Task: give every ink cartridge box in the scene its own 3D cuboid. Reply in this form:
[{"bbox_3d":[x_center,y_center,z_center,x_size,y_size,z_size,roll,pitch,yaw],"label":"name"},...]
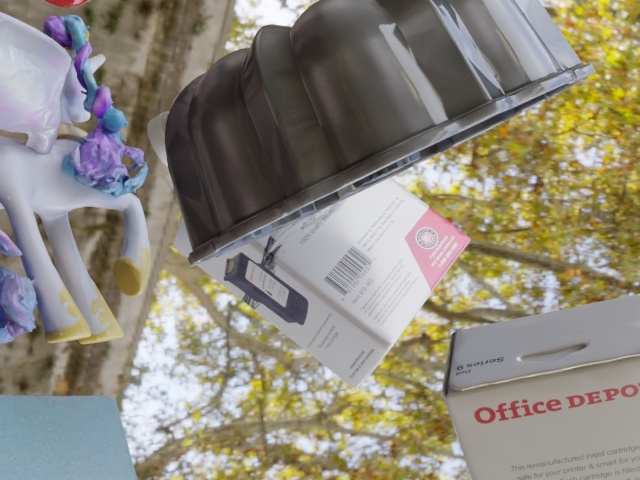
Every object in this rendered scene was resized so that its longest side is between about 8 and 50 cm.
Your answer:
[{"bbox_3d":[0.192,0.159,0.687,0.154,0.093,0.212,-15,-69,17],"label":"ink cartridge box"},{"bbox_3d":[0.000,0.000,0.945,0.237,0.172,0.100,38,-38,6],"label":"ink cartridge box"}]

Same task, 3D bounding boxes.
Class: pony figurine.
[{"bbox_3d":[-0.319,-0.071,0.950,0.303,0.351,0.363,-14,-97,32],"label":"pony figurine"}]

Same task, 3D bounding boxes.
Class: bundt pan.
[{"bbox_3d":[0.026,-0.104,0.715,0.331,0.331,0.124,-24,-89,36],"label":"bundt pan"}]

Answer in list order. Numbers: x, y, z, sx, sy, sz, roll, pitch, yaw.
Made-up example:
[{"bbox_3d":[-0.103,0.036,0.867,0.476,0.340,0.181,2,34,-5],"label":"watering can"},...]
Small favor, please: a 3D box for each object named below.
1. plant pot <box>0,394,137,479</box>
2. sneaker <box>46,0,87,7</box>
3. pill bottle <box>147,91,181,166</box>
[{"bbox_3d":[-0.277,0.292,0.773,0.247,0.248,0.252,-31,-107,12],"label":"plant pot"},{"bbox_3d":[-0.193,-0.281,0.654,0.118,0.107,0.279,-88,-174,-49],"label":"sneaker"},{"bbox_3d":[-0.139,-0.168,1.294,0.180,0.108,0.108,-27,-108,18],"label":"pill bottle"}]
